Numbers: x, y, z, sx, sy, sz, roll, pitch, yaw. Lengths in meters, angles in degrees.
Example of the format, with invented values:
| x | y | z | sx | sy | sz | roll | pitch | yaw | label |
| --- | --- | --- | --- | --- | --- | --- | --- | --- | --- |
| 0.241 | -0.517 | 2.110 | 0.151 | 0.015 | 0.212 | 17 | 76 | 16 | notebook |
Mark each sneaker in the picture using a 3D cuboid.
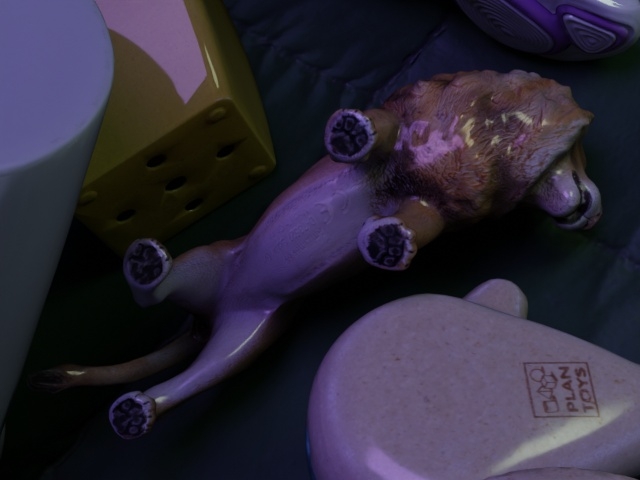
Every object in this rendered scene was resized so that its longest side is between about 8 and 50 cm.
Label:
| x | y | z | sx | sy | sz | roll | pitch | yaw | label |
| --- | --- | --- | --- | --- | --- | --- | --- | --- | --- |
| 0.135 | -0.244 | 1.192 | 0.305 | 0.114 | 0.152 | 33 | 78 | 34 | sneaker |

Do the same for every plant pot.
| x | y | z | sx | sy | sz | roll | pitch | yaw | label |
| --- | --- | --- | --- | --- | --- | --- | --- | --- | --- |
| -0.152 | -0.113 | 1.184 | 0.212 | 0.212 | 0.187 | -33 | 66 | 1 | plant pot |

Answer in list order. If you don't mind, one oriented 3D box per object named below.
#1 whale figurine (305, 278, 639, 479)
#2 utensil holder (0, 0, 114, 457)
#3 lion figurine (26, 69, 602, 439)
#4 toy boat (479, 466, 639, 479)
| x | y | z | sx | sy | sz | roll | pitch | yaw | label |
| --- | --- | --- | --- | --- | --- | --- | --- | --- | --- |
| 0.125 | 0.129 | 0.978 | 0.272 | 0.141 | 0.216 | -3 | 54 | -8 | whale figurine |
| -0.326 | -0.002 | 0.996 | 0.328 | 0.385 | 0.327 | 16 | 40 | -14 | utensil holder |
| 0.000 | 0.000 | 1.070 | 0.392 | 0.240 | 0.142 | -25 | 89 | 20 | lion figurine |
| 0.106 | 0.264 | 0.853 | 0.318 | 0.267 | 0.148 | -42 | 12 | 9 | toy boat |
